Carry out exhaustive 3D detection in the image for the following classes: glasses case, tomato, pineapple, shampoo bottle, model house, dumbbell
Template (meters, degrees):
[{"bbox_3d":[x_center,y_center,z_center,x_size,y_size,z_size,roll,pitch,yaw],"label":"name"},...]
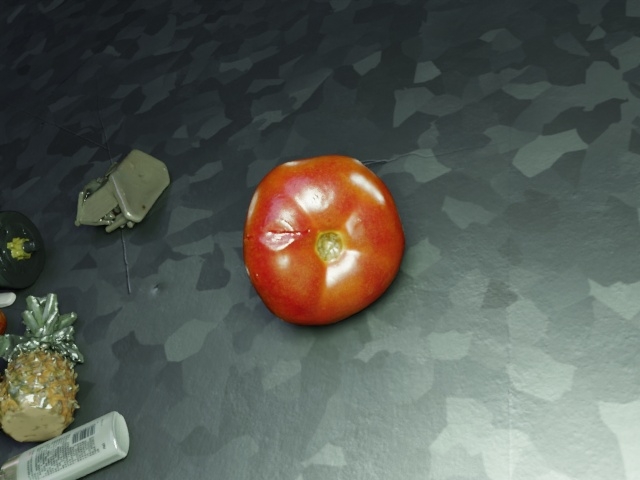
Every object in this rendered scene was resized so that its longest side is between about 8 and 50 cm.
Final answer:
[{"bbox_3d":[-0.738,0.138,1.596,0.083,0.021,0.032,-11,49,18],"label":"glasses case"},{"bbox_3d":[0.000,0.000,1.200,0.298,0.299,0.226,-39,12,-11],"label":"tomato"},{"bbox_3d":[-0.542,0.229,1.331,0.170,0.141,0.310,5,38,-19],"label":"pineapple"},{"bbox_3d":[-0.447,0.381,1.213,0.227,0.056,0.086,-26,46,3],"label":"shampoo bottle"},{"bbox_3d":[-0.476,-0.109,1.625,0.188,0.122,0.229,-22,29,25],"label":"model house"},{"bbox_3d":[-0.808,0.043,1.604,0.388,0.185,0.185,-9,48,19],"label":"dumbbell"}]

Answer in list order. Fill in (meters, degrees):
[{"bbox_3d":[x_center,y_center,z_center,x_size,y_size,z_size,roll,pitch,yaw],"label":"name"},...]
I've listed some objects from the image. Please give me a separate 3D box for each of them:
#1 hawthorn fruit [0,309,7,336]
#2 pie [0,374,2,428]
[{"bbox_3d":[-0.747,0.180,1.503,0.128,0.128,0.128,-14,46,15],"label":"hawthorn fruit"},{"bbox_3d":[-0.666,0.270,1.346,0.084,0.179,0.205,-24,42,-20],"label":"pie"}]
